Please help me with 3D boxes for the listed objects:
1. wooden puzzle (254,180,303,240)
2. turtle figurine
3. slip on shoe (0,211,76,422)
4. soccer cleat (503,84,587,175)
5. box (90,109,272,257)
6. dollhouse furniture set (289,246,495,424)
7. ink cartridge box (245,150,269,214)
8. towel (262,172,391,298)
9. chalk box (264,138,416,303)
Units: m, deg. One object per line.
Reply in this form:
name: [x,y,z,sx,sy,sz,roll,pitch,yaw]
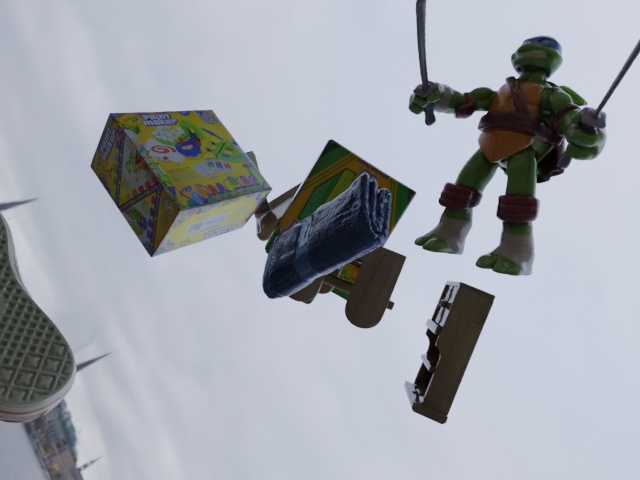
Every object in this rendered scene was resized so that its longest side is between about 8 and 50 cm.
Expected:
wooden puzzle: [-0.103,-0.094,1.402,0.044,0.221,0.238,57,2,-24]
turtle figurine: [0.178,-0.105,0.478,0.198,0.275,0.266,14,-80,13]
slip on shoe: [-0.387,0.061,0.495,0.331,0.123,0.101,49,-51,13]
soccer cleat: [0.383,-0.178,0.778,0.072,0.060,0.179,49,-44,31]
box: [-0.328,-0.153,1.078,0.279,0.290,0.177,53,-52,11]
dollhouse furniture set: [0.068,0.097,0.580,0.242,0.212,0.161,22,-91,7]
ink cartridge box: [-0.217,-0.172,1.387,0.190,0.082,0.139,95,-22,-79]
towel: [0.000,0.000,0.351,0.119,0.067,0.029,-30,-57,34]
chalk box: [0.013,-0.015,0.840,0.180,0.179,0.289,29,-85,-6]
